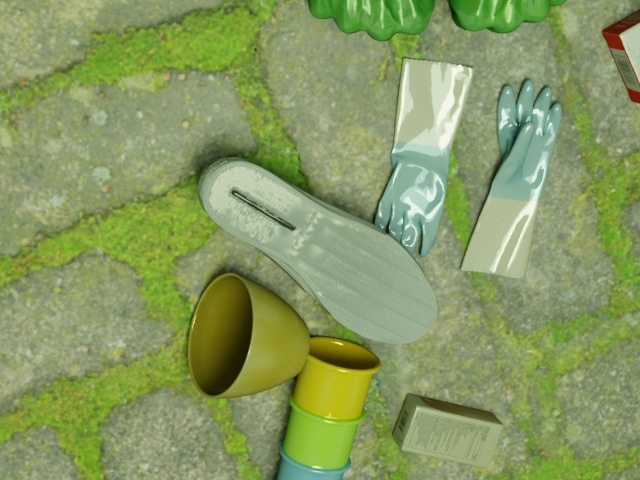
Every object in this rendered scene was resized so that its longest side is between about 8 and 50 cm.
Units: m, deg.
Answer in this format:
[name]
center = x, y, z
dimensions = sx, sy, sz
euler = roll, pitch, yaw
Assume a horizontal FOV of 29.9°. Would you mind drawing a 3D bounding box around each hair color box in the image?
[hair color box]
center = 0.408, -0.230, 1.326
dimensions = 0.167, 0.053, 0.093
euler = -29, 108, -2

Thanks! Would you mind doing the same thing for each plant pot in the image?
[plant pot]
center = -0.069, 0.109, 1.289
dimensions = 0.095, 0.134, 0.134
euler = 14, 103, -34

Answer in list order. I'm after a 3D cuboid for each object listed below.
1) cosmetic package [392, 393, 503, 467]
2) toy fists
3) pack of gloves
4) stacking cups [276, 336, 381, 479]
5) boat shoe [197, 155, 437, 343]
[cosmetic package]
center = 0.150, 0.224, 1.409
dimensions = 0.115, 0.041, 0.060
euler = 16, 102, -17
[toy fists]
center = 0.120, -0.279, 1.227
dimensions = 0.279, 0.096, 0.142
euler = -5, 97, -10
[pack of gloves]
center = 0.167, -0.072, 1.323
dimensions = 0.195, 0.046, 0.232
euler = 6, 105, -15
[stacking cups]
center = -0.020, 0.269, 1.362
dimensions = 0.096, 0.096, 0.316
euler = 12, 105, -16
[boat shoe]
center = 0.000, 0.000, 1.280
dimensions = 0.302, 0.094, 0.109
euler = 37, 98, -18
